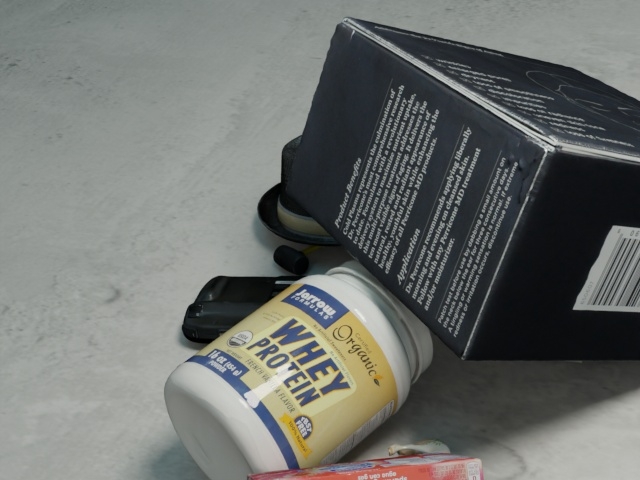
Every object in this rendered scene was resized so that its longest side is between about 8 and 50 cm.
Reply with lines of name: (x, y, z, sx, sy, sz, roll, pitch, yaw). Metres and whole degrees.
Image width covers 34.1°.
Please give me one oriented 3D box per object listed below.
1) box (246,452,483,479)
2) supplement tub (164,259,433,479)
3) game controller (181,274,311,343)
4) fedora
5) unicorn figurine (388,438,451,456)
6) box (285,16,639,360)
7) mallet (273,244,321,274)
box: (0.052, 0.319, 1.199, 0.256, 0.123, 0.128, -3, -8, -15)
supplement tub: (-0.023, 0.187, 1.398, 0.316, 0.228, 0.228, -35, 42, -29)
game controller: (-0.058, 0.110, 1.671, 0.319, 0.067, 0.166, 1, 23, 16)
fedora: (0.048, -0.119, 1.834, 0.334, 0.153, 0.334, -4, 28, 2)
unicorn figurine: (0.149, 0.299, 1.339, 0.111, 0.060, 0.162, -5, 32, -2)
box: (0.288, -0.073, 1.456, 0.479, 0.297, 0.472, 5, 26, -33)
mallet: (0.000, 0.000, 1.819, 0.062, 0.039, 0.189, 21, 42, 40)
